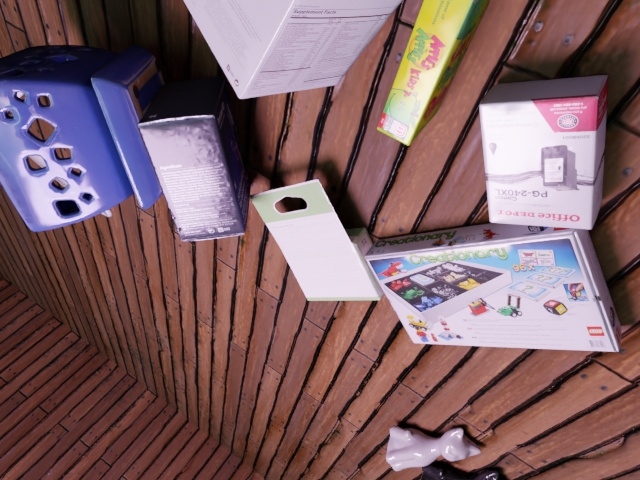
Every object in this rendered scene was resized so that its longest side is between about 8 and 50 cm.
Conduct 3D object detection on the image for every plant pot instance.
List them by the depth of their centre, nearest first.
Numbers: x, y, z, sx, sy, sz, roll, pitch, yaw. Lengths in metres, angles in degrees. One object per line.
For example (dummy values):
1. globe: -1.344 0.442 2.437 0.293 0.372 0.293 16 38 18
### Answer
1. plant pot: -0.353 -0.174 0.714 0.212 0.236 0.235 -6 124 1

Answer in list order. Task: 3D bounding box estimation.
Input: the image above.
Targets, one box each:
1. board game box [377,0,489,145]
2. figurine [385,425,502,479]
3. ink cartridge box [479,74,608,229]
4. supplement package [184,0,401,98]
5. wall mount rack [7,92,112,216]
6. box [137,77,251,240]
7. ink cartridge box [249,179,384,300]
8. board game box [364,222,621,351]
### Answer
1. board game box: 0.122 -0.198 0.468 0.043 0.092 0.181 31 140 12
2. figurine: 0.279 0.490 0.994 0.209 0.092 0.215 -29 105 41
3. ink cartridge box: 0.240 -0.090 0.492 0.109 0.063 0.150 7 129 35
4. supplement package: -0.027 -0.283 0.431 0.194 0.149 0.203 60 142 7
5. wall mount rack: -0.506 -0.209 0.905 0.304 0.130 0.350 2 139 53
6. box: -0.185 -0.127 0.717 0.108 0.153 0.207 -7 130 1
7. ink cartridge box: 0.000 0.000 0.782 0.171 0.056 0.235 -7 118 42
8. board game box: 0.232 0.071 0.656 0.305 0.053 0.193 -9 120 44
